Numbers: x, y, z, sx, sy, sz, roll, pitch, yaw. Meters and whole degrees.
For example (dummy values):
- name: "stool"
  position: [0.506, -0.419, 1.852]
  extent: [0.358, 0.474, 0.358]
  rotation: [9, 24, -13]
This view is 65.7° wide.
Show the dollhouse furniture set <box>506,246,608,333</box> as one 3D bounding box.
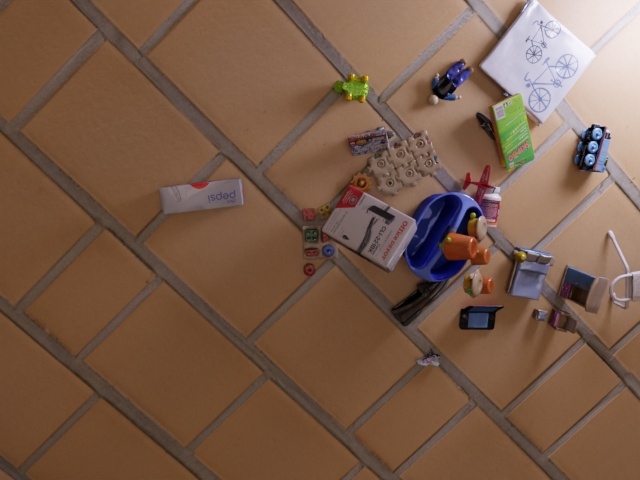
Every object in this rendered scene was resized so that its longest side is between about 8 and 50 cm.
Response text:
- name: "dollhouse furniture set"
  position: [0.862, 0.200, 1.885]
  extent: [0.303, 0.198, 0.286]
  rotation: [12, 99, -6]

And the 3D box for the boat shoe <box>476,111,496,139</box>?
- name: "boat shoe"
  position: [0.615, -0.424, 1.831]
  extent: [0.125, 0.046, 0.038]
  rotation: [40, 90, -18]

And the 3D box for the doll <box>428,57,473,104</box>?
- name: "doll"
  position: [0.466, -0.562, 1.792]
  extent: [0.189, 0.046, 0.129]
  rotation: [-44, 99, 4]

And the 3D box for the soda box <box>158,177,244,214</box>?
- name: "soda box"
  position: [-0.421, -0.160, 1.773]
  extent: [0.286, 0.091, 0.098]
  rotation: [-7, 100, -3]

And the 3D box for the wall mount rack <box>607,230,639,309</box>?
- name: "wall mount rack"
  position: [1.267, 0.104, 1.941]
  extent: [0.350, 0.130, 0.304]
  rotation: [-9, 104, -3]

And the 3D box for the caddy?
- name: "caddy"
  position: [0.446, -0.016, 1.824]
  extent: [0.241, 0.179, 0.341]
  rotation: [28, 97, -8]

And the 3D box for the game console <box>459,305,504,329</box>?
- name: "game console"
  position: [0.631, 0.303, 1.943]
  extent: [0.144, 0.085, 0.124]
  rotation: [2, 100, -4]

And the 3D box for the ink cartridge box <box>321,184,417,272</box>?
- name: "ink cartridge box"
  position: [0.175, -0.040, 1.746]
  extent: [0.273, 0.114, 0.197]
  rotation: [31, 87, 16]

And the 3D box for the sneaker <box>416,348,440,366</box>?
- name: "sneaker"
  position: [0.433, 0.466, 1.984]
  extent: [0.098, 0.038, 0.069]
  rotation: [6, 98, -15]

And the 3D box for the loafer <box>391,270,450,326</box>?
- name: "loafer"
  position: [0.385, 0.212, 1.906]
  extent: [0.084, 0.096, 0.267]
  rotation: [41, 97, -4]

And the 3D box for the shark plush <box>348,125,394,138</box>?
- name: "shark plush"
  position: [0.182, -0.385, 1.791]
  extent: [0.161, 0.067, 0.073]
  rotation: [8, 99, -6]

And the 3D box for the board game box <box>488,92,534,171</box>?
- name: "board game box"
  position: [0.706, -0.393, 1.822]
  extent: [0.124, 0.039, 0.259]
  rotation: [-25, 110, -6]

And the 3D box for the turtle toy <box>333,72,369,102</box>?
- name: "turtle toy"
  position: [0.111, -0.540, 1.758]
  extent: [0.130, 0.066, 0.095]
  rotation: [8, 100, -5]

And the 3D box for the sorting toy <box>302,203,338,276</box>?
- name: "sorting toy"
  position: [0.000, 0.000, 1.859]
  extent: [0.132, 0.046, 0.274]
  rotation: [-2, 100, -4]

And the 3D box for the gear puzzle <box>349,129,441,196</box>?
- name: "gear puzzle"
  position: [0.268, -0.261, 1.838]
  extent: [0.339, 0.044, 0.175]
  rotation: [-27, 103, 4]

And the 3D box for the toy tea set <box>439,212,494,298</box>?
- name: "toy tea set"
  position: [0.514, 0.078, 1.753]
  extent: [0.124, 0.200, 0.336]
  rotation: [5, 122, 39]

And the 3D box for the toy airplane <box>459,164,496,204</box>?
- name: "toy airplane"
  position: [0.582, -0.208, 1.838]
  extent: [0.028, 0.151, 0.151]
  rotation: [4, 104, -49]

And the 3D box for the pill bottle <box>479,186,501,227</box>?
- name: "pill bottle"
  position: [0.630, -0.127, 1.864]
  extent: [0.086, 0.086, 0.152]
  rotation: [6, 100, -5]

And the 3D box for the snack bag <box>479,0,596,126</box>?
- name: "snack bag"
  position: [0.783, -0.647, 1.807]
  extent: [0.342, 0.037, 0.323]
  rotation: [36, 95, -10]

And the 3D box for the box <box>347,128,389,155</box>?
- name: "box"
  position: [0.173, -0.349, 1.771]
  extent: [0.137, 0.094, 0.027]
  rotation: [-8, 65, 11]

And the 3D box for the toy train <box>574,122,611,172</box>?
- name: "toy train"
  position: [1.030, -0.344, 1.863]
  extent: [0.105, 0.080, 0.184]
  rotation: [10, 97, -15]
